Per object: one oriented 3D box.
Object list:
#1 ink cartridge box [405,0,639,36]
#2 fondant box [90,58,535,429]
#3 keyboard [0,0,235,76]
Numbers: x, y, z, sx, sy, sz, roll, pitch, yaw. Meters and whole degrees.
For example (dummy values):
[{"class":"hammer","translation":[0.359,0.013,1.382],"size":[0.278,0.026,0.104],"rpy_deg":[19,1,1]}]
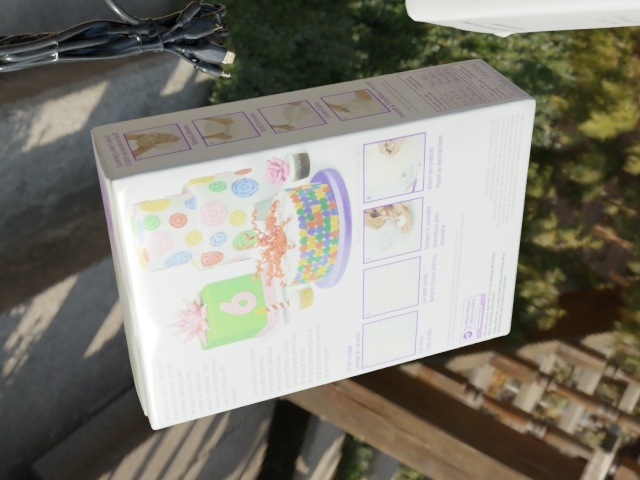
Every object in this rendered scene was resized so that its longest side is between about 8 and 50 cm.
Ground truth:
[{"class":"ink cartridge box","translation":[0.187,-0.189,0.309],"size":[0.129,0.308,0.223],"rpy_deg":[-20,110,-63]},{"class":"fondant box","translation":[0.000,0.000,0.785],"size":[0.331,0.096,0.238],"rpy_deg":[-13,126,-17]},{"class":"keyboard","translation":[-0.126,-0.179,0.500],"size":[0.317,0.033,0.201],"rpy_deg":[-16,108,-44]}]
